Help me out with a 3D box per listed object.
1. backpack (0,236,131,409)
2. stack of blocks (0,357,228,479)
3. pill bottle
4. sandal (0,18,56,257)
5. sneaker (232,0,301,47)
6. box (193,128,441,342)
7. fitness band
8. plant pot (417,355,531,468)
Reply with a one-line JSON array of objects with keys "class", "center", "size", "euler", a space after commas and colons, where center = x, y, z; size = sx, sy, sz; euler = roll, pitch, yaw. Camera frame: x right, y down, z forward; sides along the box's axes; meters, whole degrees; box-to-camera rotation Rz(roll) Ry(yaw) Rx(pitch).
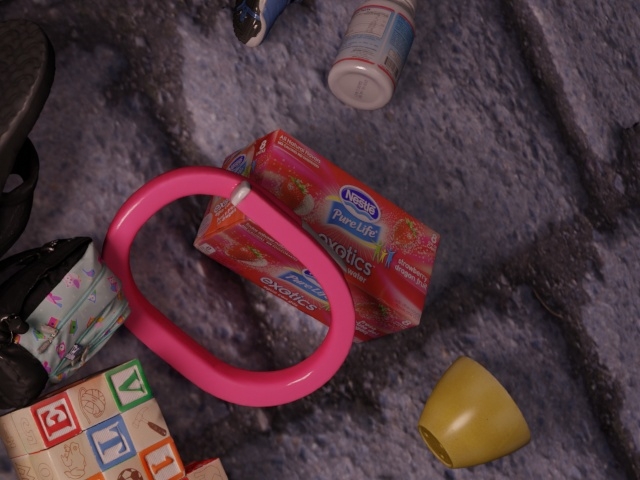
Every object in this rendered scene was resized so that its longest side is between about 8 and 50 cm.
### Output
[{"class": "backpack", "center": [-0.273, 0.079, 1.201], "size": [0.182, 0.152, 0.115], "euler": [-50, 124, -40]}, {"class": "stack of blocks", "center": [-0.178, 0.274, 1.233], "size": [0.171, 0.087, 0.297], "euler": [-24, 91, -40]}, {"class": "pill bottle", "center": [0.072, -0.253, 1.599], "size": [0.087, 0.087, 0.160], "euler": [36, 56, -24]}, {"class": "sandal", "center": [-0.355, -0.012, 1.167], "size": [0.107, 0.167, 0.446], "euler": [57, 41, -54]}, {"class": "sneaker", "center": [-0.046, -0.320, 1.533], "size": [0.081, 0.080, 0.211], "euler": [32, 60, -23]}, {"class": "box", "center": [0.000, 0.000, 1.437], "size": [0.257, 0.122, 0.128], "euler": [32, 58, -26]}, {"class": "fitness band", "center": [-0.094, 0.053, 1.309], "size": [0.291, 0.209, 0.054], "euler": [42, 12, -19]}, {"class": "plant pot", "center": [0.176, 0.223, 1.513], "size": [0.095, 0.134, 0.134], "euler": [-36, 99, -15]}]
